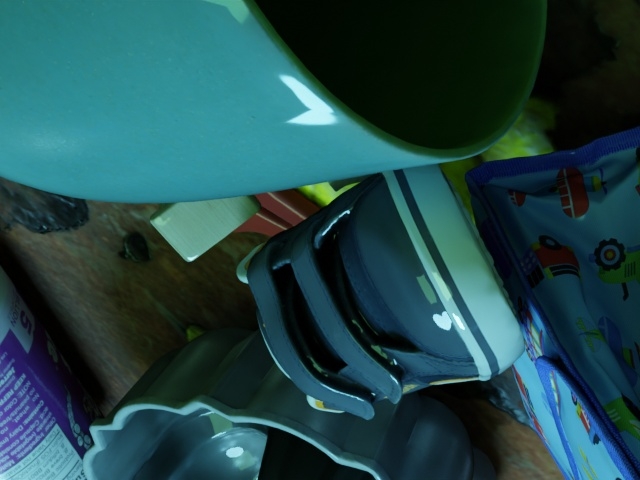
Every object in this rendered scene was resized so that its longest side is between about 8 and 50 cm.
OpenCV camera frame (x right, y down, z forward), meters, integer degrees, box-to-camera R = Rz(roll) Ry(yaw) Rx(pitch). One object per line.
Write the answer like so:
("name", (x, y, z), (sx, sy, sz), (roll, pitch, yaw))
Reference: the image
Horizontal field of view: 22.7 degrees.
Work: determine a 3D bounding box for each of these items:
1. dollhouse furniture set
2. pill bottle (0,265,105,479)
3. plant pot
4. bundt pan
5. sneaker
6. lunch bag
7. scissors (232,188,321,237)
("dollhouse furniture set", (-0.067, -0.092, 0.882), (0.161, 0.101, 0.182), (-37, 116, 9))
("pill bottle", (-0.273, 0.157, 1.319), (0.169, 0.169, 0.301), (2, 136, 32))
("plant pot", (-0.074, -0.146, 0.700), (0.235, 0.293, 0.293), (-16, 125, 33))
("bundt pan", (-0.008, 0.184, 1.215), (0.330, 0.124, 0.331), (18, 143, 14))
("sneaker", (0.028, 0.035, 0.882), (0.321, 0.127, 0.126), (86, 159, -86))
("lunch bag", (0.187, 0.114, 0.848), (0.138, 0.293, 0.221), (-16, 132, 5))
("scissors", (0.000, 0.000, 1.084), (0.297, 0.021, 0.109), (33, 141, -7))
